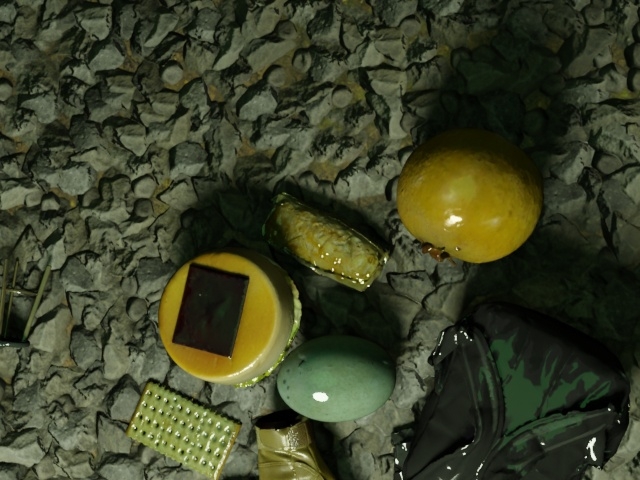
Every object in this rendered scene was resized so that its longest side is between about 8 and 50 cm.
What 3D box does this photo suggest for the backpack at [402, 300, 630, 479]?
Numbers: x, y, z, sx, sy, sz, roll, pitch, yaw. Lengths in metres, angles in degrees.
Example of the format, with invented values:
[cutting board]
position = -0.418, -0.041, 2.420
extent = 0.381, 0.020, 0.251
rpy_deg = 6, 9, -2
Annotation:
[backpack]
position = 0.340, 0.347, 1.306
extent = 0.363, 0.255, 0.446
rpy_deg = 25, 92, 15

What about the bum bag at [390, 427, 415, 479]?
[bum bag]
position = 0.185, 0.475, 1.420
extent = 0.087, 0.049, 0.198
rpy_deg = -4, 84, 13

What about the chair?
[chair]
position = -0.674, 0.153, 1.587
extent = 0.095, 0.104, 0.221
rpy_deg = 14, 84, -6

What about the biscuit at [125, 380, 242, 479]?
[biscuit]
position = -0.296, 0.404, 1.531
extent = 0.231, 0.016, 0.139
rpy_deg = 23, 90, 12

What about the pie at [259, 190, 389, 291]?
[pie]
position = 0.000, 0.000, 1.492
extent = 0.282, 0.068, 0.128
rpy_deg = 28, 89, 16

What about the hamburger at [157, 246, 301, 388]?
[hamburger]
position = -0.182, 0.156, 1.452
extent = 0.300, 0.176, 0.300
rpy_deg = -1, 86, 11

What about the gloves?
[gloves]
position = -0.035, 0.500, 1.407
extent = 0.154, 0.141, 0.331
rpy_deg = -15, 85, -24

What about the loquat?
[loquat]
position = 0.273, -0.078, 1.348
extent = 0.275, 0.275, 0.275
rpy_deg = -1, 84, 10

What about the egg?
[egg]
position = 0.032, 0.269, 1.399
extent = 0.236, 0.169, 0.169
rpy_deg = -1, 84, -16
